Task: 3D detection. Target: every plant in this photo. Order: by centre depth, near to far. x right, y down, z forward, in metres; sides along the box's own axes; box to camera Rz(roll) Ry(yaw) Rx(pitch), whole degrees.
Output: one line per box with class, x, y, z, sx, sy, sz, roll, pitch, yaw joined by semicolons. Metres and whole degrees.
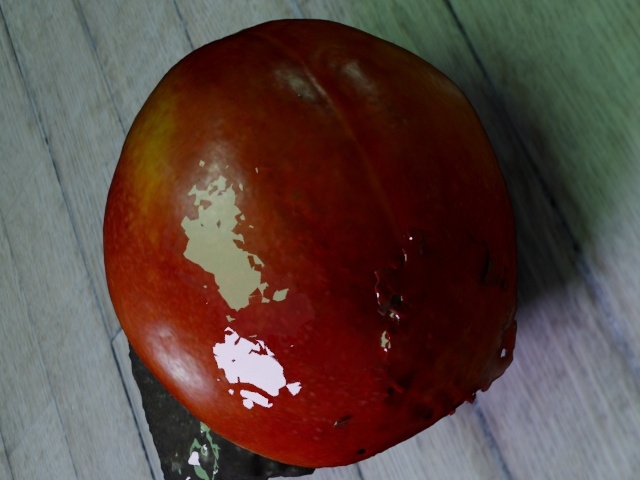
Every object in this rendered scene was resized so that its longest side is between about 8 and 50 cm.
plant;-0.106;0.089;1.390;0.182;0.194;0.320;-19;77;46

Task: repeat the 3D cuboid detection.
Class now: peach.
peach;0.000;0.000;1.136;0.370;0.370;0.369;-2;87;52
